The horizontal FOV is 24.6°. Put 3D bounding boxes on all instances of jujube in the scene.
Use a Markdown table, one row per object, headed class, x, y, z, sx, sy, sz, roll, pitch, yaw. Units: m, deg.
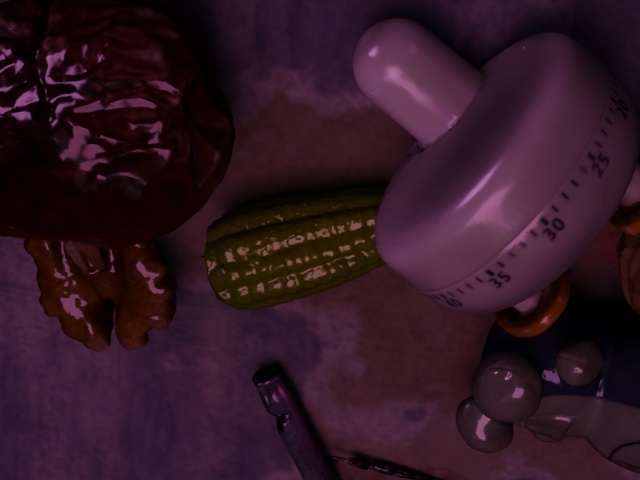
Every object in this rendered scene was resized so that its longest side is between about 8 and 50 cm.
| class | x | y | z | sx | sy | sz | roll | pitch | yaw |
| --- | --- | --- | --- | --- | --- | --- | --- | --- | --- |
| jujube | -0.240 | -0.096 | 1.245 | 0.342 | 0.216 | 0.216 | 0 | 122 | 20 |

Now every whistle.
| class | x | y | z | sx | sy | sz | roll | pitch | yaw |
| --- | --- | --- | --- | --- | --- | --- | --- | --- | --- |
| whistle | -0.021 | 0.199 | 1.472 | 0.033 | 0.033 | 0.176 | -15 | 117 | 22 |

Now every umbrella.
| class | x | y | z | sx | sy | sz | roll | pitch | yaw |
| --- | --- | --- | --- | --- | --- | --- | --- | --- | --- |
| umbrella | 0.065 | 0.230 | 1.482 | 0.122 | 0.022 | 0.013 | 12 | 99 | -7 |

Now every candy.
| class | x | y | z | sx | sy | sz | roll | pitch | yaw |
| --- | --- | --- | --- | --- | --- | --- | --- | --- | --- |
| candy | 0.000 | 0.000 | 1.307 | 0.209 | 0.096 | 0.096 | -15 | 118 | 14 |

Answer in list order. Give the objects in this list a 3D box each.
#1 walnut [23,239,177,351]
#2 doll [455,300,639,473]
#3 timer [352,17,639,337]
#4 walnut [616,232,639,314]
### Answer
| class | x | y | z | sx | sy | sz | roll | pitch | yaw |
| --- | --- | --- | --- | --- | --- | --- | --- | --- | --- |
| walnut | -0.202 | 0.023 | 1.381 | 0.143 | 0.069 | 0.170 | -1 | 120 | 15 |
| doll | 0.262 | 0.140 | 1.299 | 0.258 | 0.154 | 0.228 | 20 | 158 | 9 |
| timer | 0.127 | -0.067 | 1.149 | 0.240 | 0.233 | 0.233 | 38 | 123 | -15 |
| walnut | 0.352 | 0.005 | 1.162 | 0.245 | 0.198 | 0.198 | -33 | 110 | 24 |
